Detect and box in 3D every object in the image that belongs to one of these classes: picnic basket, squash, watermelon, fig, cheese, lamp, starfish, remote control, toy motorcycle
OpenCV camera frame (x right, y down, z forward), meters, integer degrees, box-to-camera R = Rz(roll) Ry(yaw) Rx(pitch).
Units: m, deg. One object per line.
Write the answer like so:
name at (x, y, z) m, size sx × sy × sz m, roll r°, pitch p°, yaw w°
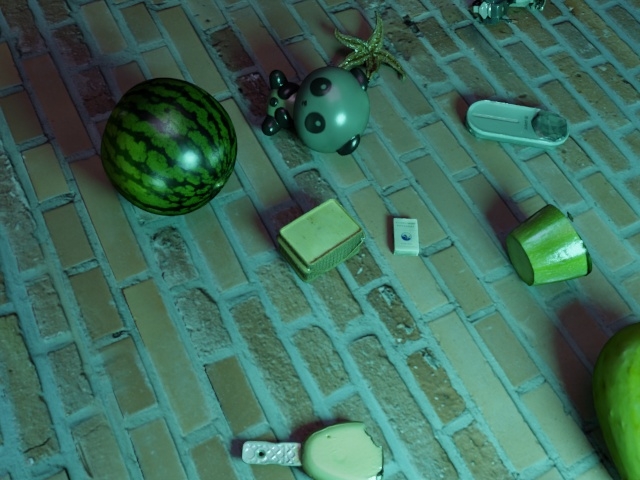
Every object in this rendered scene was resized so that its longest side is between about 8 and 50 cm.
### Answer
picnic basket at (0.000, 0.000, 1.532) m, size 0.164 × 0.079 × 0.115 m, roll -30°, pitch 64°, yaw -21°
squash at (0.467, 0.016, 1.514) m, size 0.123 × 0.170 × 0.170 m, roll -22°, pitch 62°, yaw -3°
watermelon at (-0.314, -0.192, 1.514) m, size 0.285 × 0.285 × 0.285 m, roll 2°, pitch 58°, yaw -3°
fig at (0.611, 0.310, 1.294) m, size 0.258 × 0.258 × 0.326 m, roll 9°, pitch 77°, yaw 2°
cheese at (-0.012, 0.382, 1.311) m, size 0.255 × 0.050 × 0.127 m, roll 4°, pitch 58°, yaw -1°
lamp at (-0.007, -0.300, 1.664) m, size 0.244 × 0.197 × 0.197 m, roll 10°, pitch 57°, yaw 21°
starfish at (0.128, -0.480, 1.855) m, size 0.213 × 0.057 × 0.238 m, roll 21°, pitch 63°, yaw 0°
remote control at (0.469, -0.275, 1.751) m, size 0.247 × 0.052 × 0.104 m, roll 10°, pitch 59°, yaw 2°
toy motorcycle at (0.518, -0.654, 1.969) m, size 0.221 × 0.102 × 0.150 m, roll -33°, pitch 45°, yaw -25°

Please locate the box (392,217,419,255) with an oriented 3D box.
box at (0.184, -0.008, 1.583) m, size 0.054 × 0.024 × 0.083 m, roll 4°, pitch 57°, yaw -4°
